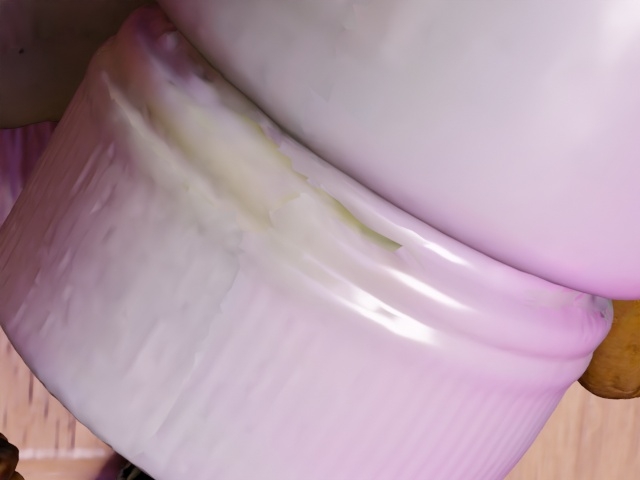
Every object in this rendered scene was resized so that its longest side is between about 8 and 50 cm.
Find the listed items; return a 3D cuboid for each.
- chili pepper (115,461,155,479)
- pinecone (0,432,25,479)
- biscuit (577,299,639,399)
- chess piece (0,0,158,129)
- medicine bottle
[{"bbox_3d":[0.003,0.153,0.952,0.227,0.059,0.088,40,63,-28],"label":"chili pepper"},{"bbox_3d":[-0.213,0.145,0.801,0.229,0.202,0.201,-26,101,-32],"label":"pinecone"},{"bbox_3d":[0.219,-0.014,0.893,0.262,0.262,0.037,-39,71,-6],"label":"biscuit"},{"bbox_3d":[-0.190,-0.085,0.757,0.442,0.234,0.234,-22,108,-17],"label":"chess piece"},{"bbox_3d":[0.067,-0.100,0.628,0.219,0.219,0.388,25,109,-21],"label":"medicine bottle"}]
